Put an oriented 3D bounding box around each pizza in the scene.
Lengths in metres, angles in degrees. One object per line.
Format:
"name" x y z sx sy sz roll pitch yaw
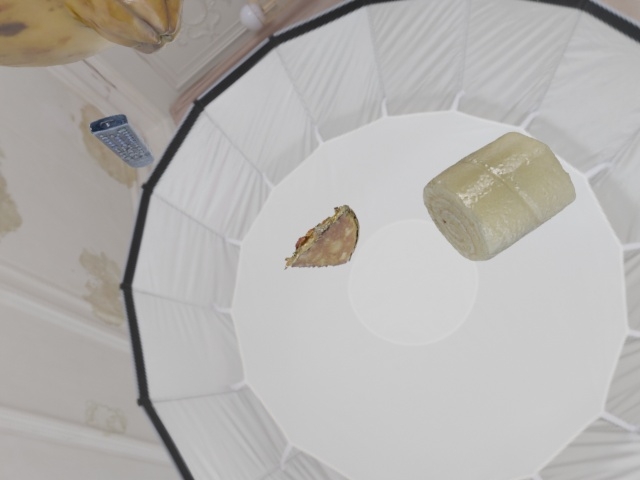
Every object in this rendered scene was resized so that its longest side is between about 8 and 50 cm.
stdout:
"pizza" 0.012 -0.009 0.581 0.100 0.099 0.029 -8 -131 -37

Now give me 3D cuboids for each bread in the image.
"bread" 0.231 -0.057 0.664 0.134 0.141 0.148 57 174 -3

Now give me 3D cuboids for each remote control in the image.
"remote control" -0.251 -0.126 0.646 0.152 0.043 0.027 133 125 -82

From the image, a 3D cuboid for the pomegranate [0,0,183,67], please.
"pomegranate" -0.237 -0.303 0.381 0.410 0.410 0.410 52 -170 -13
